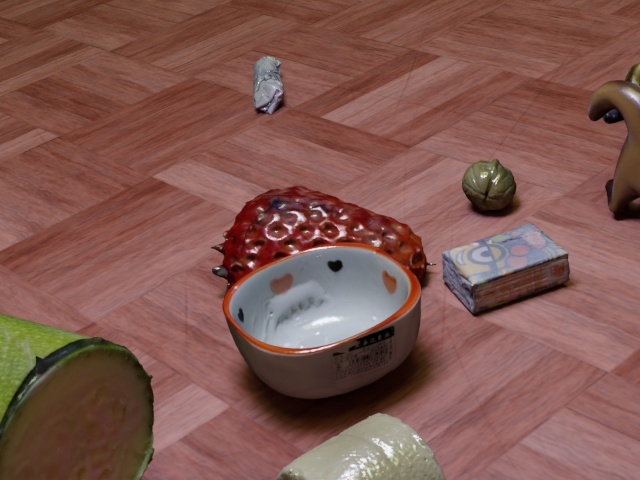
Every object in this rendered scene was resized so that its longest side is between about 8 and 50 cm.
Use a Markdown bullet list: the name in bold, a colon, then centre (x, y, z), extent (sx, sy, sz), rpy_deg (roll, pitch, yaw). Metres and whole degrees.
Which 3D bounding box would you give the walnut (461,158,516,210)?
- **walnut**: centre (0.259, -0.085, 1.879), extent (0.092, 0.092, 0.092), rpy_deg (-8, 29, 4)

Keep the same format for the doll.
- **doll**: centre (0.549, -0.155, 1.824), extent (0.339, 0.209, 0.318), rpy_deg (-32, 68, -31)

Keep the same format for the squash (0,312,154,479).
- **squash**: centre (-0.410, 0.201, 1.401), extent (0.384, 0.263, 0.263), rpy_deg (10, 35, 32)

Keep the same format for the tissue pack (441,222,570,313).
- **tissue pack**: centre (0.253, 0.036, 1.683), extent (0.148, 0.060, 0.108), rpy_deg (-18, 31, -11)

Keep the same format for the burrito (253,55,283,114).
- **burrito**: centre (-0.104, -0.315, 2.431), extent (0.064, 0.064, 0.203), rpy_deg (-9, 29, 2)

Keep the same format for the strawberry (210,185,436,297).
- **strawberry**: centre (-0.016, 0.007, 1.735), extent (0.280, 0.150, 0.253), rpy_deg (16, 39, 42)

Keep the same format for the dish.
- **dish**: centre (0.008, 0.115, 1.561), extent (0.256, 0.117, 0.256), rpy_deg (-8, 30, 4)

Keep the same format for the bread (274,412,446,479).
- **bread**: centre (0.040, 0.267, 1.262), extent (0.141, 0.134, 0.148), rpy_deg (-26, 19, -27)
